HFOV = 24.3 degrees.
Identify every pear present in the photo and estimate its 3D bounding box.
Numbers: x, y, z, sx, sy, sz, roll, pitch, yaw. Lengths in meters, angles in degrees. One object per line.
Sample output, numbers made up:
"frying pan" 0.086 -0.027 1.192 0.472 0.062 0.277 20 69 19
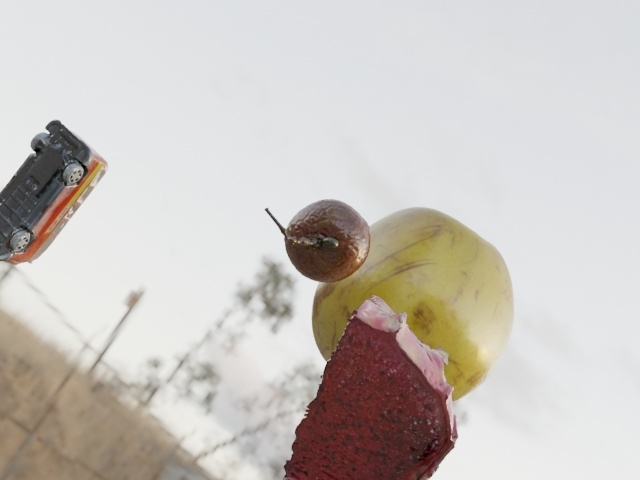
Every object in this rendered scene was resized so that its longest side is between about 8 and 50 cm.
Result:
"pear" 0.129 0.093 2.032 0.280 0.281 0.281 33 -16 10

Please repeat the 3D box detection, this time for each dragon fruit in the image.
"dragon fruit" 0.076 0.182 1.597 0.161 0.126 0.274 29 -56 11

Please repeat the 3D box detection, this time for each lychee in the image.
"lychee" 0.001 0.002 1.815 0.114 0.140 0.101 31 -55 16

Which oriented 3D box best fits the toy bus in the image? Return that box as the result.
"toy bus" -0.325 -0.049 1.736 0.079 0.174 0.077 41 7 26
